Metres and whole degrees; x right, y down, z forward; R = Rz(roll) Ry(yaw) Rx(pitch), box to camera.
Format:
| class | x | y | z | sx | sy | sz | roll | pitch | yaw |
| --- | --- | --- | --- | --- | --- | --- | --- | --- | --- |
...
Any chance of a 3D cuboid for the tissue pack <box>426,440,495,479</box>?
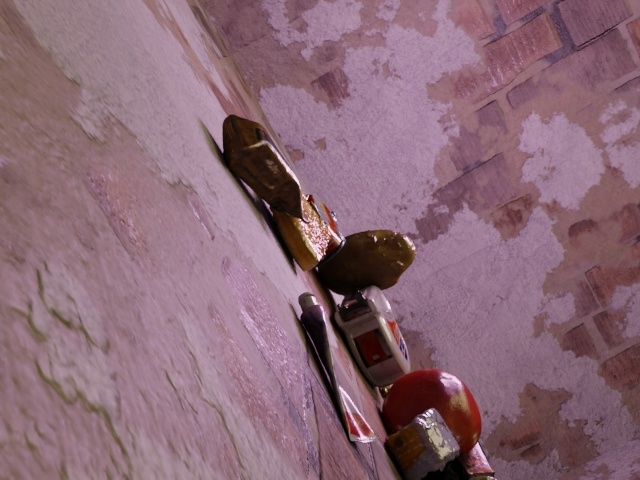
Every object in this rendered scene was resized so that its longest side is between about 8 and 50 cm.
| class | x | y | z | sx | sy | sz | roll | pitch | yaw |
| --- | --- | --- | --- | --- | --- | --- | --- | --- | --- |
| tissue pack | 0.327 | 0.526 | 1.965 | 0.332 | 0.123 | 0.245 | -113 | -159 | -52 |

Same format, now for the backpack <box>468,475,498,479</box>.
| class | x | y | z | sx | sy | sz | roll | pitch | yaw |
| --- | --- | --- | --- | --- | --- | --- | --- | --- | --- |
| backpack | 0.351 | 0.616 | 1.623 | 0.253 | 0.207 | 0.140 | 54 | -12 | 13 |

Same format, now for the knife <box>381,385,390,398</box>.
| class | x | y | z | sx | sy | sz | roll | pitch | yaw |
| --- | --- | --- | --- | --- | --- | --- | --- | --- | --- |
| knife | 0.192 | 0.350 | 2.214 | 0.343 | 0.027 | 0.061 | -71 | 144 | -65 |

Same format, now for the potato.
| class | x | y | z | sx | sy | sz | roll | pitch | yaw |
| --- | --- | --- | --- | --- | --- | --- | --- | --- | --- |
| potato | 0.121 | 0.061 | 2.112 | 0.191 | 0.296 | 0.141 | 42 | 39 | -29 |

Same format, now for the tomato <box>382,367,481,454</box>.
| class | x | y | z | sx | sy | sz | roll | pitch | yaw |
| --- | --- | --- | --- | --- | --- | --- | --- | --- | --- |
| tomato | 0.269 | 0.378 | 1.821 | 0.200 | 0.233 | 0.140 | -103 | -155 | -55 |

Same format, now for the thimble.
| class | x | y | z | sx | sy | sz | roll | pitch | yaw |
| --- | --- | --- | --- | --- | --- | --- | --- | --- | --- |
| thimble | 0.217 | 0.433 | 1.655 | 0.118 | 0.127 | 0.151 | 57 | 23 | 16 |

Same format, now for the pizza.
| class | x | y | z | sx | sy | sz | roll | pitch | yaw |
| --- | --- | --- | --- | --- | --- | --- | --- | --- | --- |
| pizza | -0.050 | -0.035 | 1.849 | 0.228 | 0.081 | 0.290 | 26 | 34 | -57 |

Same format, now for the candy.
| class | x | y | z | sx | sy | sz | roll | pitch | yaw |
| --- | --- | --- | --- | --- | --- | --- | --- | --- | --- |
| candy | -0.108 | -0.140 | 1.663 | 0.271 | 0.101 | 0.143 | 48 | 14 | -41 |

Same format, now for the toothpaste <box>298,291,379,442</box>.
| class | x | y | z | sx | sy | sz | roll | pitch | yaw |
| --- | --- | --- | --- | --- | --- | --- | --- | --- | --- |
| toothpaste | 0.021 | 0.218 | 1.378 | 0.075 | 0.048 | 0.301 | 62 | 4 | -57 |

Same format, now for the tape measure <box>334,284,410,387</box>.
| class | x | y | z | sx | sy | sz | roll | pitch | yaw |
| --- | --- | --- | --- | --- | --- | --- | --- | --- | --- |
| tape measure | 0.128 | 0.236 | 1.986 | 0.258 | 0.130 | 0.265 | -41 | 108 | -83 |

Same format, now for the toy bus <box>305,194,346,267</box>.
| class | x | y | z | sx | sy | sz | roll | pitch | yaw |
| --- | --- | --- | --- | --- | --- | --- | --- | --- | --- |
| toy bus | -0.019 | -0.030 | 2.096 | 0.120 | 0.121 | 0.265 | 50 | 8 | -20 |
